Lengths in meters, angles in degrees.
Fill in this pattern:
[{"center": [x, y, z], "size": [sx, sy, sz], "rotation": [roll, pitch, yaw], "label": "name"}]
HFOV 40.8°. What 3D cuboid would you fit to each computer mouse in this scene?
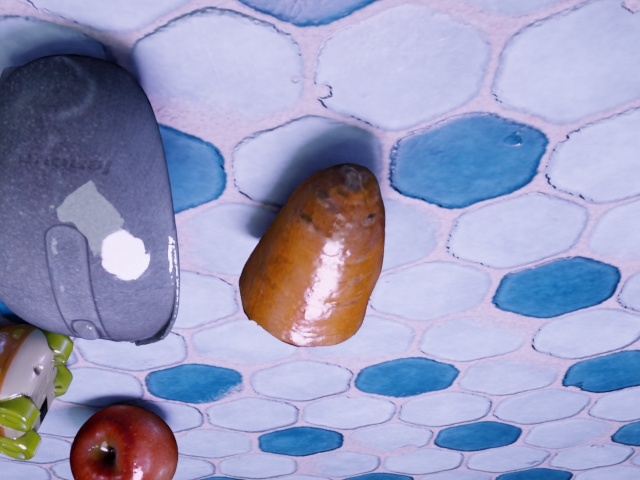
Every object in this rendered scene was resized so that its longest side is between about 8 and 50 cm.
[{"center": [-0.241, -0.004, 0.862], "size": [0.203, 0.114, 0.374], "rotation": [2, 129, -3], "label": "computer mouse"}]

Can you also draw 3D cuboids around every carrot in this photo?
[{"center": [0.000, 0.000, 0.956], "size": [0.159, 0.159, 0.225], "rotation": [6, 137, -11], "label": "carrot"}]

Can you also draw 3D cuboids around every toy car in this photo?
[{"center": [-0.491, 0.199, 1.259], "size": [0.235, 0.145, 0.235], "rotation": [12, 143, 9], "label": "toy car"}]

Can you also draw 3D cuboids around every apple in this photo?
[{"center": [-0.334, 0.370, 1.484], "size": [0.180, 0.181, 0.168], "rotation": [-14, 168, 19], "label": "apple"}]
